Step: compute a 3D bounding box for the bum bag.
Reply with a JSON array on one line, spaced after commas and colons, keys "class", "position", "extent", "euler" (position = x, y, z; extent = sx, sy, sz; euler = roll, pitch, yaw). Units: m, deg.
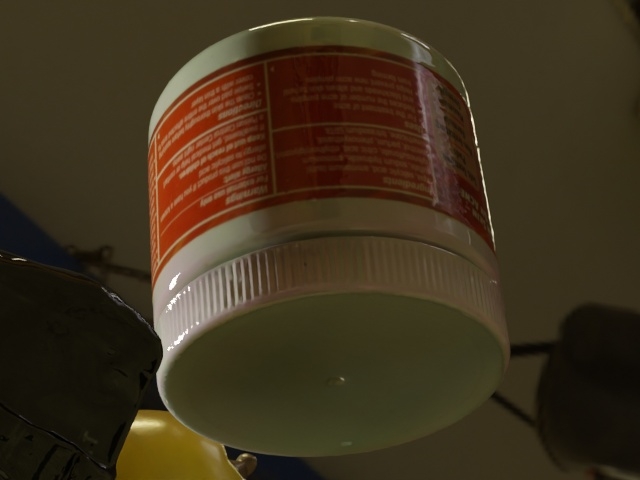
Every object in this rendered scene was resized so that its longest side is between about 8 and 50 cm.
[{"class": "bum bag", "position": [-0.157, 0.125, 0.655], "extent": [0.123, 0.060, 0.248], "euler": [23, -94, -13]}]

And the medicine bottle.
[{"class": "medicine bottle", "position": [0.000, 0.000, 1.154], "extent": [0.252, 0.252, 0.241], "euler": [32, -137, -42]}]

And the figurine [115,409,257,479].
[{"class": "figurine", "position": [-0.097, 0.270, 1.366], "extent": [0.344, 0.215, 0.187], "euler": [38, -99, -48]}]
